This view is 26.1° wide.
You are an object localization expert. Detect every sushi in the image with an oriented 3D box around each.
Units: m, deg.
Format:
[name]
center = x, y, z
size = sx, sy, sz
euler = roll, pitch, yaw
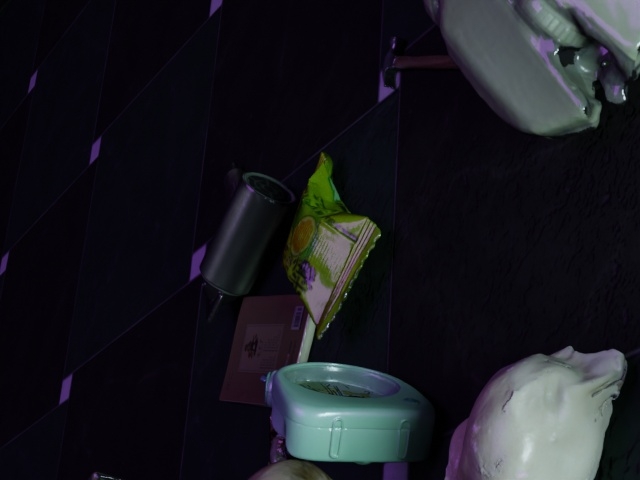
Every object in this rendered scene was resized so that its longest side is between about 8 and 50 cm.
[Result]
[sushi]
center = -0.044, 0.223, 1.547
size = 0.046, 0.044, 0.083
euler = -47, 33, 40

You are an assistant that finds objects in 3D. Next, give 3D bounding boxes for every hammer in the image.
[hammer]
center = 0.117, -0.196, 1.536
size = 0.182, 0.017, 0.062
euler = 17, 89, 64

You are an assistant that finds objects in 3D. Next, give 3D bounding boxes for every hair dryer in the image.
[hair dryer]
center = -0.114, -0.026, 1.843
size = 0.195, 0.078, 0.248
euler = -61, 18, 22

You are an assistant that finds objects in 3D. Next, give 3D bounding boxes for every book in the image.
[book]
center = -0.063, 0.134, 1.675
size = 0.198, 0.016, 0.138
euler = -6, 68, 62

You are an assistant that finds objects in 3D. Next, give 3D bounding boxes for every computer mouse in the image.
[computer mouse]
center = 0.189, -0.272, 1.300
size = 0.228, 0.145, 0.429
euler = -53, 32, 29

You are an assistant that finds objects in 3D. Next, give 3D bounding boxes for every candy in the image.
[candy]
center = 0.000, 0.000, 1.580
size = 0.149, 0.069, 0.246
euler = -67, 25, 16

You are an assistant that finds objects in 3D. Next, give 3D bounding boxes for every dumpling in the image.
[dumpling]
center = 0.165, 0.160, 1.108
size = 0.199, 0.118, 0.136
euler = -46, 14, -9

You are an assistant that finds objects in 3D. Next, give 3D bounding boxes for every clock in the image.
[clock]
center = 0.019, 0.164, 1.355
size = 0.188, 0.148, 0.060
euler = -145, 60, -70

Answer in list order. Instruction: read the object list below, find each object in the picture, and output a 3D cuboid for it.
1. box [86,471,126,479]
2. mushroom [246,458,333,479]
[box]
center = -0.212, 0.421, 1.591
size = 0.153, 0.188, 0.252
euler = -47, 33, 41
[mushroom]
center = 0.022, 0.284, 1.239
size = 0.215, 0.207, 0.207
euler = -26, 43, 16
